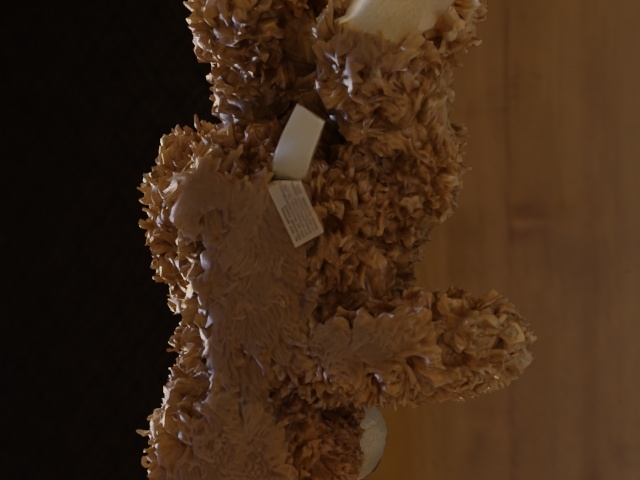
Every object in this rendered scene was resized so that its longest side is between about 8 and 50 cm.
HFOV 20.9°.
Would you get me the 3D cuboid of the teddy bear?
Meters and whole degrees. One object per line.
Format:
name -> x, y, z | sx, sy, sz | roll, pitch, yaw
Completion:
teddy bear -> 0.000, 0.000, 0.862 | 0.245, 0.113, 0.338 | -4, 90, 35
